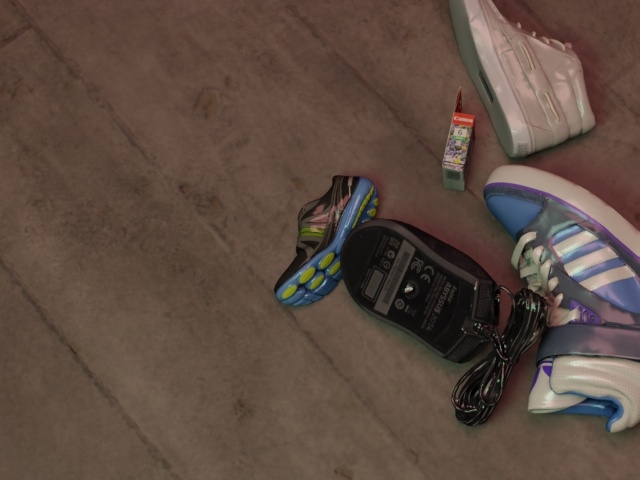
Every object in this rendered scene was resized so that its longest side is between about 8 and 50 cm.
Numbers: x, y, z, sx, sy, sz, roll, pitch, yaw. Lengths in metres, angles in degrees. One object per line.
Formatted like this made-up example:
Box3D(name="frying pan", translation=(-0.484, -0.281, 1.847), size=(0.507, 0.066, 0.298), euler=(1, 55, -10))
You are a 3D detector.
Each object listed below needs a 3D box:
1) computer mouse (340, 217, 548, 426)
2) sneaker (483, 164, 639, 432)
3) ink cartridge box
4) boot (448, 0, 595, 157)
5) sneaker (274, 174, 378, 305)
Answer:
Box3D(name="computer mouse", translation=(0.140, 0.074, 2.022), size=(0.272, 0.072, 0.188), euler=(38, 115, 25))
Box3D(name="sneaker", translation=(0.278, 0.079, 1.991), size=(0.323, 0.130, 0.236), euler=(35, 70, 11))
Box3D(name="ink cartridge box", translation=(0.176, -0.126, 2.123), size=(0.029, 0.063, 0.115), euler=(10, 68, 10))
Box3D(name="boot", translation=(0.254, -0.233, 2.156), size=(0.123, 0.095, 0.258), euler=(-17, 75, -9))
Box3D(name="sneaker", translation=(0.000, 0.000, 2.093), size=(0.078, 0.067, 0.188), euler=(20, 71, 35))
